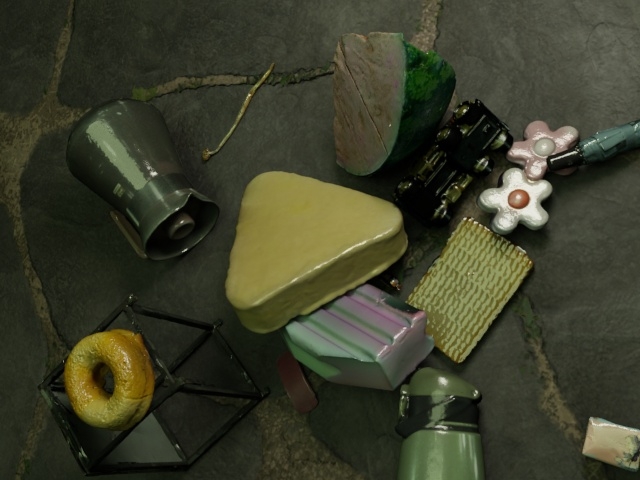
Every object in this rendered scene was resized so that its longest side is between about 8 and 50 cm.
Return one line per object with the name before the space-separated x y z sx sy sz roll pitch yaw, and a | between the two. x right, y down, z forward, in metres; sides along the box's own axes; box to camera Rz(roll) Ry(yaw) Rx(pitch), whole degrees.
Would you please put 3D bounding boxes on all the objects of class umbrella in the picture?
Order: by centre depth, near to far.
umbrella | 0.541 -0.182 1.414 0.250 0.053 0.052 -19 78 6

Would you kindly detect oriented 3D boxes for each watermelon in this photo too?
watermelon | 0.167 -0.279 1.504 0.292 0.222 0.319 33 135 52

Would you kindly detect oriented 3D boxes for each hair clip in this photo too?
hair clip | 0.405 -0.119 1.482 0.146 0.075 0.257 26 85 33
hair clip | -0.052 0.297 1.621 0.054 0.022 0.137 -35 66 18

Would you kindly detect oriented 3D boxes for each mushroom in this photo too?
mushroom | -0.192 -0.305 1.836 0.286 0.028 0.026 -51 20 5

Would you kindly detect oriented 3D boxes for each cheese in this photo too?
cheese | 0.000 0.001 1.554 0.384 0.104 0.384 -9 45 10

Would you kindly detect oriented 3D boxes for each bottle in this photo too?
bottle | 0.217 0.405 1.392 0.169 0.168 0.346 -4 71 24

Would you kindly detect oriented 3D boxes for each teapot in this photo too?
teapot | -0.420 -0.127 1.792 0.344 0.253 0.300 51 135 21

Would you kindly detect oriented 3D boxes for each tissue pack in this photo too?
tissue pack | 0.505 0.350 1.323 0.094 0.059 0.074 11 84 27

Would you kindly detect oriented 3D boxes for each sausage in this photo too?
sausage | 0.093 0.048 1.609 0.198 0.025 0.028 36 50 28

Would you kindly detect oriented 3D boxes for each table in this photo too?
table | -0.328 0.304 1.574 0.272 0.335 0.222 -43 64 9

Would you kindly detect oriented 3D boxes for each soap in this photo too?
soap | 0.039 0.172 1.516 0.193 0.109 0.324 -41 43 -24

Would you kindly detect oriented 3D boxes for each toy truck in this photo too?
toy truck | 0.250 -0.155 1.527 0.257 0.127 0.127 -54 24 3

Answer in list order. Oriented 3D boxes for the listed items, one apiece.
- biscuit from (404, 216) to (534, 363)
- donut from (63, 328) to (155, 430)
biscuit | 0.284 0.095 1.507 0.172 0.029 0.254 38 95 28
donut | -0.388 0.250 1.384 0.174 0.075 0.190 -22 69 18
